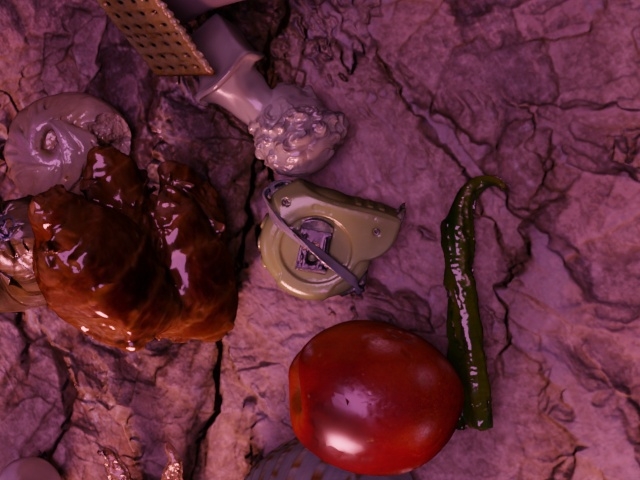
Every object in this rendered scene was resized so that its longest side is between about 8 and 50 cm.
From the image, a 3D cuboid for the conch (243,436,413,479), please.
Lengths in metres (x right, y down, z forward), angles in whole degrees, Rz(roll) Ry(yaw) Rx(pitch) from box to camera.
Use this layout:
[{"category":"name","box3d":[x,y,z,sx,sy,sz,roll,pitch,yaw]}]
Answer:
[{"category":"conch","box3d":[-0.006,0.426,1.176,0.319,0.215,0.303,-13,78,14]}]

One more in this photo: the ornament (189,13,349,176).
[{"category":"ornament","box3d":[-0.093,-0.204,1.215,0.285,0.120,0.130,41,106,12]}]

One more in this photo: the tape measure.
[{"category":"tape measure","box3d":[0.000,0.000,1.196,0.200,0.106,0.175,18,105,-5]}]

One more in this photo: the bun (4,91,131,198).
[{"category":"bun","box3d":[-0.393,-0.139,1.296,0.193,0.128,0.178,-14,87,13]}]

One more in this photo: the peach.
[{"category":"peach","box3d":[0.074,0.208,1.132,0.243,0.243,0.199,15,101,14]}]

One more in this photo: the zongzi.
[{"category":"zongzi","box3d":[-0.465,0.039,1.261,0.274,0.251,0.125,-24,70,16]}]

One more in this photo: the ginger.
[{"category":"ginger","box3d":[-0.252,0.014,1.173,0.152,0.357,0.274,8,90,44]}]

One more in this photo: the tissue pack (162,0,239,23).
[{"category":"tissue pack","box3d":[-0.150,-0.453,1.137,0.333,0.236,0.229,-11,64,16]}]

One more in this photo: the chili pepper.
[{"category":"chili pepper","box3d":[0.209,0.086,1.175,0.085,0.076,0.359,5,94,40]}]

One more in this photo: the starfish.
[{"category":"starfish","box3d":[-0.272,0.455,1.321,0.299,0.060,0.302,0,98,21]}]

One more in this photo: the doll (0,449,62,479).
[{"category":"doll","box3d":[-0.498,0.435,1.356,0.110,0.107,0.181,37,98,-26]}]

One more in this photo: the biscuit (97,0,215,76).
[{"category":"biscuit","box3d":[-0.250,-0.310,1.140,0.139,0.231,0.016,9,57,41]}]
